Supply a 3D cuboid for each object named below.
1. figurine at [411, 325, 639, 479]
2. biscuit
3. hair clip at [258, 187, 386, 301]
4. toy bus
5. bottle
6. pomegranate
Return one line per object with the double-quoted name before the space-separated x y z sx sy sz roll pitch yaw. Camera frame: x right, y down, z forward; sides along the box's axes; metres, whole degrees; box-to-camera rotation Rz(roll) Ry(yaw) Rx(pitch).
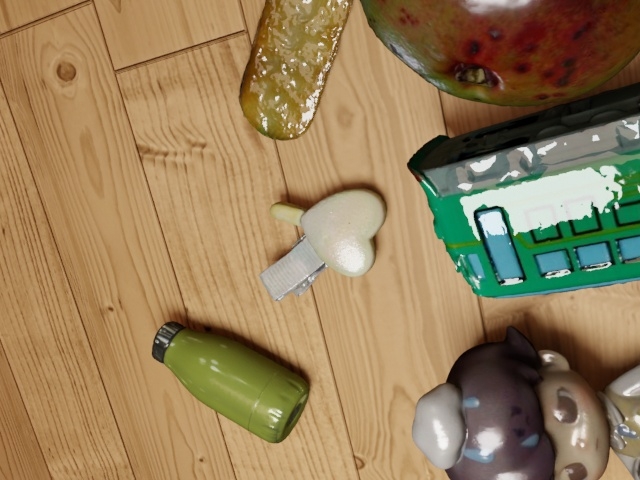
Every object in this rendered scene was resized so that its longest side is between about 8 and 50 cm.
"figurine" 0.312 0.229 0.742 0.365 0.206 0.218 -2 121 24
"biscuit" -0.037 -0.251 0.845 0.119 0.029 0.247 26 116 8
"hair clip" -0.002 -0.002 0.896 0.218 0.071 0.159 -41 85 26
"toy bus" 0.288 -0.054 0.672 0.344 0.183 0.199 -12 107 29
"bottle" -0.151 0.215 1.009 0.260 0.112 0.112 26 116 16
"pomegranate" 0.181 -0.290 0.620 0.291 0.291 0.323 -12 59 28
